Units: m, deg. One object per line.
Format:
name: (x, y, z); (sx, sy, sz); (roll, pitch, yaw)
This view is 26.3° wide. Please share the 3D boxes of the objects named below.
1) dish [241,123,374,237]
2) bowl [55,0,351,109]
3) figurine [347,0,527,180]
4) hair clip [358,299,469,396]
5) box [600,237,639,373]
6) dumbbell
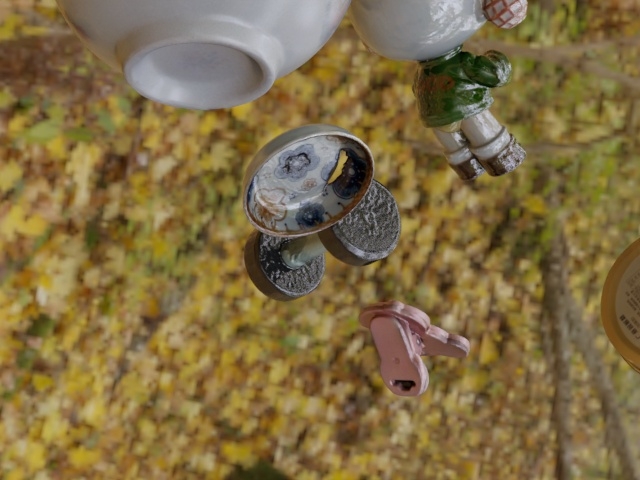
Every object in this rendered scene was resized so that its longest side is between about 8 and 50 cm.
dish: (-0.024, -0.079, 1.395); (0.141, 0.141, 0.078); (71, -6, -50)
bowl: (-0.113, -0.223, 1.291); (0.345, 0.346, 0.157); (49, 38, -63)
figurine: (0.148, -0.251, 1.754); (0.167, 0.281, 0.370); (-40, 113, -34)
hair clip: (0.115, 0.121, 1.787); (0.102, 0.123, 0.138); (-48, 121, -49)
box: (0.233, 0.041, 0.880); (0.037, 0.106, 0.105); (35, 64, -47)
dumbbell: (0.000, 0.000, 1.549); (0.100, 0.191, 0.100); (12, 67, -30)
